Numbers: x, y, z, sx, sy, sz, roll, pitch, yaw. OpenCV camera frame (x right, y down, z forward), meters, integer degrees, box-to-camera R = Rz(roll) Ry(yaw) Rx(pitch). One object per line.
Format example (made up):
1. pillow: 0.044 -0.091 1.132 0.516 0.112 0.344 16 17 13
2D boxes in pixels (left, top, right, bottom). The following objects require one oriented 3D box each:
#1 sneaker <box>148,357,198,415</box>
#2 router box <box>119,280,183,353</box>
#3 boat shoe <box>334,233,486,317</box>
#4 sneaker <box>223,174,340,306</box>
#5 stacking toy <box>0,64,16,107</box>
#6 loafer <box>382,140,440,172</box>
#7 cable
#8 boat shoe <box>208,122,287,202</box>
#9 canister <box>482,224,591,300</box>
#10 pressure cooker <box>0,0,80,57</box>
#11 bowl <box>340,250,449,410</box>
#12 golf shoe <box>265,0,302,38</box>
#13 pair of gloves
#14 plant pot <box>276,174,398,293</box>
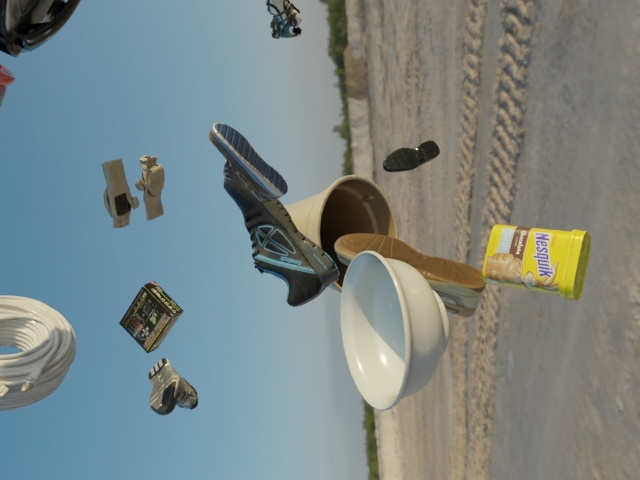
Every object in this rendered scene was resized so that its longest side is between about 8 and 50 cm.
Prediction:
1. sneaker: -0.343 0.377 1.471 0.132 0.086 0.228 48 178 -22
2. router box: -0.349 0.158 1.248 0.122 0.092 0.038 -52 -12 26
3. boat shoe: 0.185 0.082 1.342 0.121 0.341 0.110 -49 -27 -53
4. sneaker: -0.113 -0.008 1.320 0.341 0.139 0.125 48 177 10
5. stacking toy: -0.940 -0.431 1.479 0.309 0.279 0.130 21 -78 -55
6. loafer: 0.222 -0.201 1.526 0.062 0.170 0.061 68 153 10
7. cable: -0.594 0.204 1.135 0.257 0.257 0.089 -50 -20 -65
8. boat shoe: -0.143 -0.132 1.097 0.183 0.066 0.066 45 -151 -25
9. canister: 0.400 0.037 1.129 0.073 0.170 0.126 28 -106 -51
10. pressure cooker: -0.756 -0.649 1.394 0.370 0.420 0.375 -60 10 30
11. bowl: 0.153 0.165 1.159 0.298 0.134 0.298 177 90 -71
12. golf shoe: -0.095 -0.634 1.657 0.198 0.094 0.077 78 -156 -69
13. pair of gloves: -0.549 -0.150 1.819 0.240 0.042 0.204 -23 -62 -61
14. plant pot: 0.000 0.000 1.719 0.334 0.305 0.334 5 -97 -46
